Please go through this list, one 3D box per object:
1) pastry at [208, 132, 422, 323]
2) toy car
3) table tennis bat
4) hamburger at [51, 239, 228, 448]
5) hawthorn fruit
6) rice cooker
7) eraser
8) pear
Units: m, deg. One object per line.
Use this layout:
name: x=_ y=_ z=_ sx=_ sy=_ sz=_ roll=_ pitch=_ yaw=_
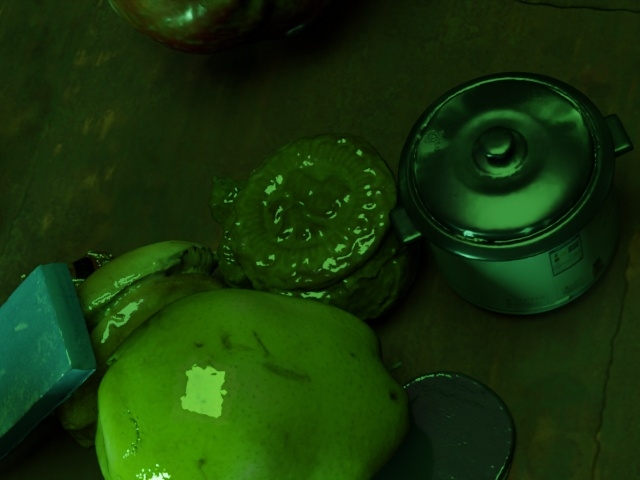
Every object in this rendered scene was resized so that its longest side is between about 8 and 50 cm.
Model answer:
pastry: x=0.000 y=0.000 z=1.974 sx=0.235 sy=0.132 sz=0.240 roll=-22 pitch=50 yaw=14
toy car: x=-0.313 y=0.049 z=2.084 sx=0.122 sy=0.035 sz=0.059 roll=-23 pitch=55 yaw=6
table tennis bat: x=0.098 y=0.278 z=1.846 sx=0.173 sy=0.022 sz=0.301 roll=28 pitch=72 yaw=27
hamburger: x=-0.234 y=0.101 z=1.958 sx=0.283 sy=0.156 sz=0.144 roll=-45 pitch=52 yaw=-2
hawthorn fruit: x=-0.123 y=-0.450 z=2.116 sx=0.403 sy=0.403 sz=0.402 roll=-7 pitch=61 yaw=13
rice cooker: x=0.217 y=-0.055 z=1.871 sx=0.281 sy=0.227 sz=0.241 roll=-22 pitch=59 yaw=5
eraser: x=-0.370 y=0.165 z=1.929 sx=0.312 sy=0.043 sz=0.144 roll=-42 pitch=56 yaw=36
pear: x=-0.080 y=0.194 z=1.823 sx=0.336 sy=0.285 sz=0.284 roll=14 pitch=61 yaw=-19
